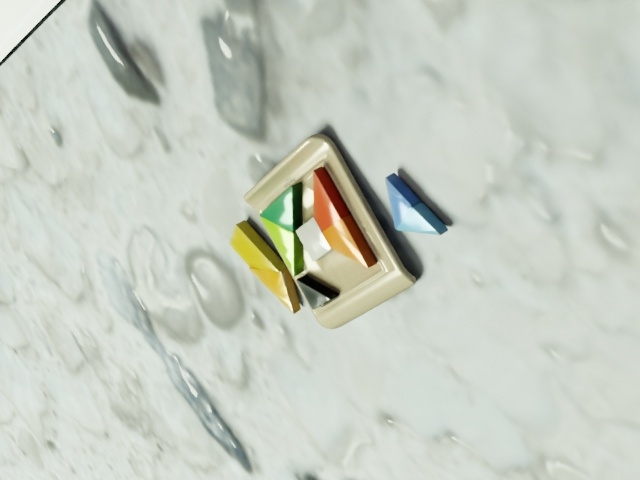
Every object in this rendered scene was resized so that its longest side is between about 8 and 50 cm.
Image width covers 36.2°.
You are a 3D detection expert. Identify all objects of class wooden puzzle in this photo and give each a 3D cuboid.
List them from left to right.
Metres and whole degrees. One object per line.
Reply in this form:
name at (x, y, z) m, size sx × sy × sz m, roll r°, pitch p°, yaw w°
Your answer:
wooden puzzle at (0.000, 0.000, 0.412) m, size 0.078 × 0.014 × 0.116 m, roll 53°, pitch 141°, yaw 8°

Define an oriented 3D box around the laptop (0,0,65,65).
laptop at (-0.108, -0.310, 0.228) m, size 0.382 × 0.236 × 0.407 m, roll -26°, pitch 57°, yaw 43°
